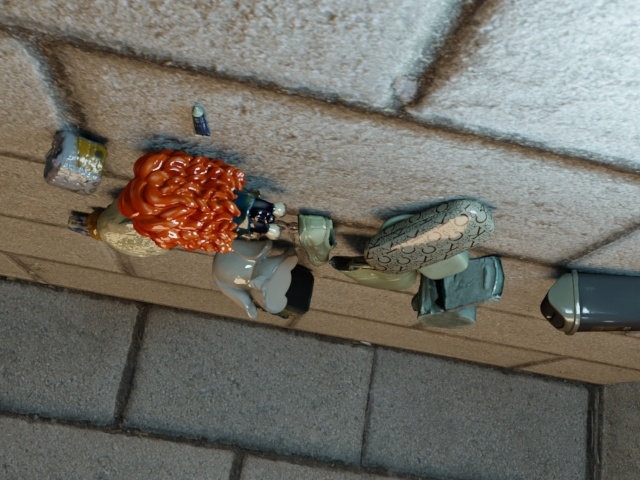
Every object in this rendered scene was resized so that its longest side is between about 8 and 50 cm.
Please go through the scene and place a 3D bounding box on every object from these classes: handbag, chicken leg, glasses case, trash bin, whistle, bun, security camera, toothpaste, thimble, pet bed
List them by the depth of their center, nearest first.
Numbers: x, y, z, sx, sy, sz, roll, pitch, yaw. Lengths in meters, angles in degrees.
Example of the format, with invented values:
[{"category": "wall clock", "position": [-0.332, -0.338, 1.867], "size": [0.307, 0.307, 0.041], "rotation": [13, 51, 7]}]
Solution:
[{"category": "toothpaste", "position": [-0.249, -0.243, 1.391], "size": [0.037, 0.021, 0.140], "rotation": [9, 165, -2]}, {"category": "thimble", "position": [-0.578, -0.180, 1.586], "size": [0.118, 0.127, 0.151], "rotation": [18, 156, -31]}, {"category": "glasses case", "position": [0.264, -0.004, 1.689], "size": [0.355, 0.085, 0.137], "rotation": [-25, 130, 37]}, {"category": "security camera", "position": [0.280, 0.003, 1.825], "size": [0.157, 0.080, 0.301], "rotation": [-21, 137, 35]}, {"category": "trash bin", "position": [0.802, 0.184, 1.971], "size": [0.290, 0.182, 0.209], "rotation": [0, 161, 10]}, {"category": "bun", "position": [-0.527, -0.046, 1.976], "size": [0.239, 0.141, 0.239], "rotation": [7, 152, 3]}, {"category": "handbag", "position": [0.164, 0.071, 1.996], "size": [0.241, 0.109, 0.315], "rotation": [1, 167, 19]}, {"category": "whistle", "position": [0.414, 0.155, 2.098], "size": [0.188, 0.168, 0.405], "rotation": [9, 159, -4]}, {"category": "chicken leg", "position": [-0.622, -0.036, 2.165], "size": [0.252, 0.087, 0.107], "rotation": [9, 156, -18]}, {"category": "glasses case", "position": [-0.709, -0.033, 2.240], "size": [0.248, 0.065, 0.087], "rotation": [13, 161, -14]}, {"category": "pet bed", "position": [-0.150, 0.175, 2.422], "size": [0.159, 0.183, 0.211], "rotation": [-9, 155, 42]}]

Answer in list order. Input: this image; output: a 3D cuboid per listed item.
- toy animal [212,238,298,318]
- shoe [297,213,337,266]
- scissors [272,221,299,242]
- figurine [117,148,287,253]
[{"category": "toy animal", "position": [-0.235, 0.096, 2.202], "size": [0.265, 0.271, 0.206], "rotation": [26, -160, 26]}, {"category": "shoe", "position": [0.000, 0.000, 1.924], "size": [0.098, 0.103, 0.275], "rotation": [-5, 162, 7]}, {"category": "scissors", "position": [-0.092, -0.021, 2.042], "size": [0.100, 0.015, 0.189], "rotation": [5, 164, 6]}, {"category": "figurine", "position": [-0.273, -0.084, 1.643], "size": [0.306, 0.241, 0.412], "rotation": [28, -170, 23]}]
